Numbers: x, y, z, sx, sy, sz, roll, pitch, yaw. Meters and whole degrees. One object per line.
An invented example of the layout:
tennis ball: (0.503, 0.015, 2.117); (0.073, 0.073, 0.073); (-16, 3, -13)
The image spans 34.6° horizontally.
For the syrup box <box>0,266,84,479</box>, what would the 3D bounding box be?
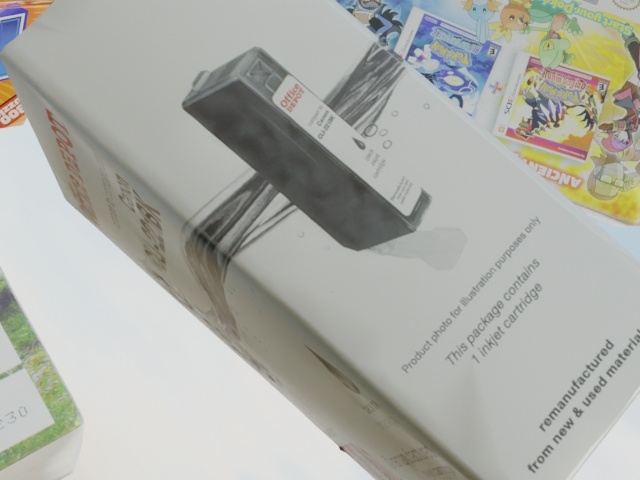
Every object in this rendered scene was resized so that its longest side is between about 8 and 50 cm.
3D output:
syrup box: (-0.188, 0.000, 0.386); (0.237, 0.093, 0.096); (57, -25, 11)

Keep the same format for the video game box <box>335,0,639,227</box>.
video game box: (0.112, -0.127, 0.586); (0.205, 0.187, 0.048); (21, -4, 1)

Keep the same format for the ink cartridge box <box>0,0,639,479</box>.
ink cartridge box: (0.000, 0.000, 0.480); (0.273, 0.114, 0.197); (42, -15, 5)

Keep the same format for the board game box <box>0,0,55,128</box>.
board game box: (-0.483, -0.333, 0.991); (0.356, 0.356, 0.356); (50, -48, 21)
